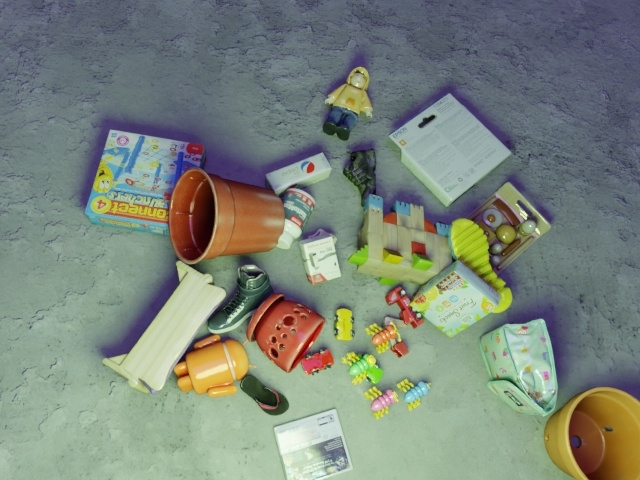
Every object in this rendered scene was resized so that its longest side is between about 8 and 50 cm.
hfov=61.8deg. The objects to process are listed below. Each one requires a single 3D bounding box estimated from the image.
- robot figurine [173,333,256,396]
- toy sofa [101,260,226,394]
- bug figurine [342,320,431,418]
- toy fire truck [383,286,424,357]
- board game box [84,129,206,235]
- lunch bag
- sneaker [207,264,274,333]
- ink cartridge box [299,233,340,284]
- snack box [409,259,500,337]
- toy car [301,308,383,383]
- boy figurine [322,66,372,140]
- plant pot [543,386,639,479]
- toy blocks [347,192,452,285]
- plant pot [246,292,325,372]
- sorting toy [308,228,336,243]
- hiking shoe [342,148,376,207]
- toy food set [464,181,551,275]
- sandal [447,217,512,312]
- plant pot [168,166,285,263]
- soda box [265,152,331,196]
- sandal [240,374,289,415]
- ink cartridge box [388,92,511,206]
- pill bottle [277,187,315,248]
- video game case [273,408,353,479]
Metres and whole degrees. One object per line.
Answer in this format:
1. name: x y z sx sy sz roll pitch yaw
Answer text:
1. robot figurine: -0.298 0.359 1.517 0.220 0.158 0.128 -18 111 -15
2. toy sofa: -0.424 0.256 1.522 0.177 0.150 0.362 29 68 6
3. bug figurine: 0.197 0.386 1.561 0.216 0.072 0.278 -28 86 -26
4. toy fire truck: 0.247 0.254 1.680 0.135 0.047 0.192 -29 76 -18
5. board game box: -0.547 -0.181 1.705 0.309 0.086 0.301 8 68 -5
6. lunch bag: 0.592 0.386 1.588 0.160 0.223 0.262 -8 73 -5
7. sneaker: -0.245 0.165 1.572 0.226 0.163 0.086 -30 49 -22
8. ink cartridge box: -0.001 0.058 1.681 0.099 0.056 0.135 -16 103 -14
9. snack box: 0.408 0.181 1.630 0.174 0.207 0.070 40 41 -6
10. toy car: 0.083 0.354 1.612 0.225 0.053 0.239 36 65 3
11. boy figurine: 0.112 -0.496 1.923 0.177 0.092 0.285 24 71 4
12. plant pot: 0.793 0.583 1.554 0.291 0.203 0.290 3 70 -8
13. toy blocks: 0.271 -0.006 1.728 0.382 0.190 0.260 13 59 -14
14. plant pot: -0.105 0.260 1.555 0.174 0.191 0.191 32 68 15
15. sorting toy: 0.000 0.000 1.745 0.083 0.045 0.075 -35 66 -9
16. hiking shoe: 0.133 -0.211 1.832 0.114 0.086 0.226 0 63 6
17. toy food set: 0.611 -0.037 1.821 0.306 0.092 0.219 -36 79 -20
18. sandal: 0.484 0.082 1.709 0.126 0.138 0.317 -20 88 -11
19. plant pot: -0.266 -0.066 1.585 0.265 0.272 0.272 2 65 -42
20. soda box: -0.075 -0.216 1.796 0.216 0.074 0.069 -23 75 -16
21. sandal: -0.153 0.443 1.510 0.179 0.040 0.067 44 65 -28
22. ink cartridge box: 0.459 -0.331 1.925 0.324 0.071 0.330 -37 75 -19
23. pill bottle: -0.098 -0.068 1.719 0.108 0.108 0.180 24 68 1
24. video game case: -0.022 0.593 1.526 0.191 0.022 0.173 -13 71 -14
